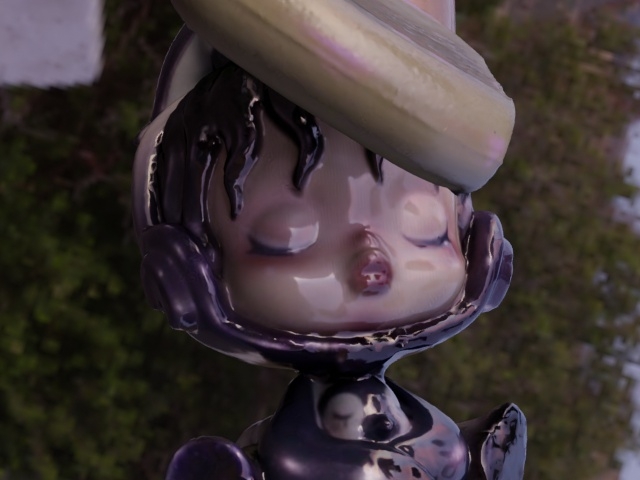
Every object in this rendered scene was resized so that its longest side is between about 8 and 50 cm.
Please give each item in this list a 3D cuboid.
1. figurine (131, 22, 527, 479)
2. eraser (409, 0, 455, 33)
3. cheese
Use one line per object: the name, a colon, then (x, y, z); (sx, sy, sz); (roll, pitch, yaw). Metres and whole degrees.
figurine: (0.000, 0.000, 0.674); (0.145, 0.145, 0.222); (72, 14, -83)
eraser: (0.023, -0.128, 0.864); (0.171, 0.087, 0.290); (77, 13, -73)
cheese: (-0.027, -0.080, 0.548); (0.037, 0.192, 0.097); (-56, -161, 15)
